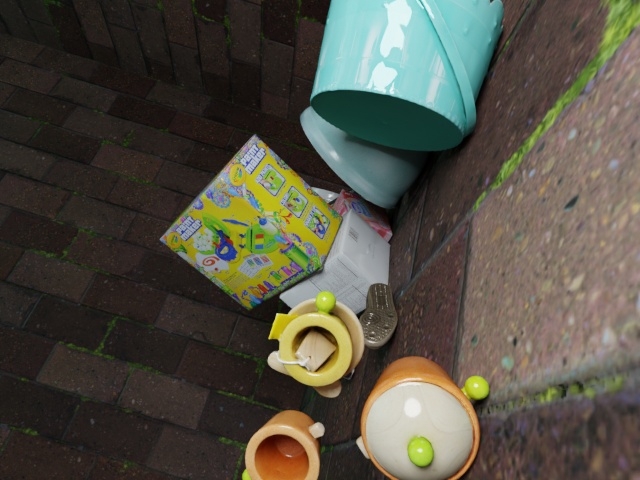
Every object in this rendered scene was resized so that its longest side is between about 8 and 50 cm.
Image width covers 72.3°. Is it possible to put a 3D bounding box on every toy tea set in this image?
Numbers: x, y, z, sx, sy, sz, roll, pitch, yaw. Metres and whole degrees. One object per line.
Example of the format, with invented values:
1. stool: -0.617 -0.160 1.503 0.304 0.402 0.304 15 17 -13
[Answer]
1. toy tea set: 0.007 0.227 0.394 0.124 0.199 0.337 -19 -54 -80

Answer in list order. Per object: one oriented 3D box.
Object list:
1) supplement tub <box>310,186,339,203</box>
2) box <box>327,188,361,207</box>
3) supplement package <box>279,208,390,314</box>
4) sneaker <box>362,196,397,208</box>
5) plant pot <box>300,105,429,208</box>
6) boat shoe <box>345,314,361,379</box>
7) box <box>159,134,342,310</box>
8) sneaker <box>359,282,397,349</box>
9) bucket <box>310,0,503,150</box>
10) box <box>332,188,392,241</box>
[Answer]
1. supplement tub: 0.000 0.000 1.554 0.241 0.240 0.332 94 -166 -89
2. box: 0.070 -0.048 1.326 0.147 0.180 0.078 56 -169 -29
3. supplement package: 0.041 0.072 1.042 0.203 0.149 0.194 -38 19 29
4. sneaker: 0.190 -0.213 1.255 0.316 0.127 0.183 -95 25 -72
5. plant pot: 0.128 -0.243 0.945 0.196 0.293 0.293 -44 13 25
6. boat shoe: 0.048 0.262 1.187 0.340 0.127 0.158 149 145 -78
7. box: -0.159 -0.026 1.010 0.289 0.279 0.177 -32 23 41
8. sneaker: 0.109 0.152 0.809 0.188 0.066 0.071 -62 -27 -62
9. bucket: 0.123 -0.262 0.668 0.281 0.280 0.183 92 -166 -89
10. box: 0.062 0.032 1.232 0.154 0.142 0.300 -89 24 -56
